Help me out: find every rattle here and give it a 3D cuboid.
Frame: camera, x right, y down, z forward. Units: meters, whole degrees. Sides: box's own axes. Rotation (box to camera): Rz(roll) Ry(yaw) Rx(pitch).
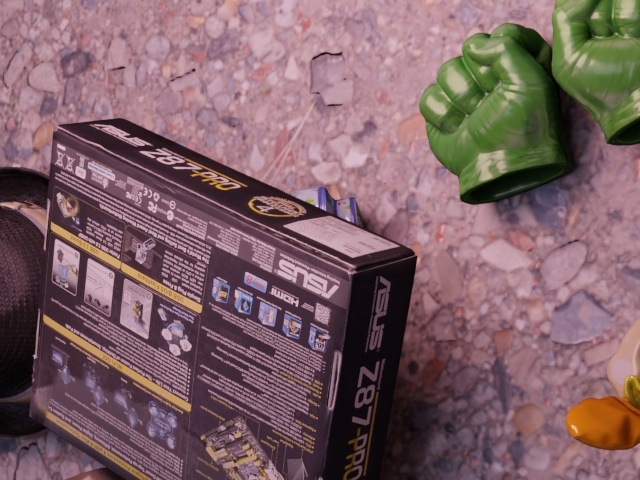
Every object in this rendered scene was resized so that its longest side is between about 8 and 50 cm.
[{"bbox_3d":[0.298,0.080,1.177,0.199,0.142,0.130,-40,45,31],"label":"rattle"}]

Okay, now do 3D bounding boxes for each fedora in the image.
[{"bbox_3d":[-0.386,0.065,1.624,0.334,0.152,0.334,-5,83,41],"label":"fedora"}]

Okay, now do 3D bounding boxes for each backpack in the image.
[{"bbox_3d":[0.000,0.000,1.401,0.084,0.114,0.105,-8,81,6],"label":"backpack"}]

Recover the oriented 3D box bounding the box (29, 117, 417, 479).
[{"bbox_3d":[-0.107,0.094,1.369,0.395,0.097,0.318,24,114,37],"label":"box"}]

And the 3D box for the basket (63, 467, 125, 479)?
[{"bbox_3d":[-0.200,0.354,1.478,0.204,0.154,0.227,109,146,-56],"label":"basket"}]

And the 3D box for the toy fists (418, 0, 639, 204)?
[{"bbox_3d":[0.209,-0.141,1.287,0.279,0.096,0.142,-24,71,32],"label":"toy fists"}]
